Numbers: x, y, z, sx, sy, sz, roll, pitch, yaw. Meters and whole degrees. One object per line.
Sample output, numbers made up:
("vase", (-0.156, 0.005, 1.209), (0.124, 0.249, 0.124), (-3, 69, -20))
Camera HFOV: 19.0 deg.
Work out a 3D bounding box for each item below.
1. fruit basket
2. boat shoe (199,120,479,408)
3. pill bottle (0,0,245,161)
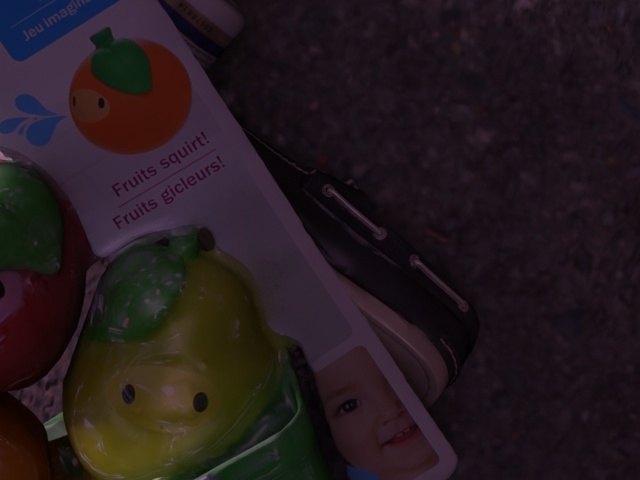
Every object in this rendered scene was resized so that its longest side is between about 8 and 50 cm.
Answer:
("fruit basket", (-0.149, 0.070, 0.921), (0.327, 0.165, 0.353), (-30, 119, 4))
("boat shoe", (0.000, 0.000, 1.013), (0.206, 0.075, 0.065), (44, 52, 5))
("pill bottle", (-0.127, -0.083, 0.986), (0.094, 0.094, 0.169), (43, 96, 0))
